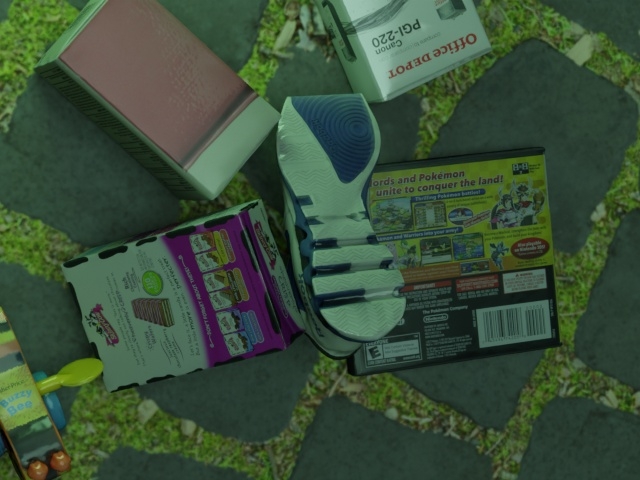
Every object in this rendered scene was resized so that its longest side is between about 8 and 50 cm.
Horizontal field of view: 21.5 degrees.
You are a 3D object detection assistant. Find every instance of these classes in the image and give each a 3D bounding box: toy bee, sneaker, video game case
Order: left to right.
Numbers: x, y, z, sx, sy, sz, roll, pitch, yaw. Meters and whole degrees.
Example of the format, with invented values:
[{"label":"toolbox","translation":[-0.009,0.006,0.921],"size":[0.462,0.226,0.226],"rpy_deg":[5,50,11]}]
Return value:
[{"label":"toy bee","translation":[-0.309,0.197,1.824],"size":[0.195,0.162,0.298],"rpy_deg":[-45,104,-14]},{"label":"sneaker","translation":[0.000,0.001,1.910],"size":[0.127,0.182,0.316],"rpy_deg":[-1,63,-17]},{"label":"video game case","translation":[0.154,0.023,2.036],"size":[0.274,0.035,0.248],"rpy_deg":[-7,94,-17]}]

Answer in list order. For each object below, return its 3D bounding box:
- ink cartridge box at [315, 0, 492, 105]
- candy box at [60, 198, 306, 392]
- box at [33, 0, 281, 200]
[{"label":"ink cartridge box","translation":[0.083,-0.287,1.971],"size":[0.158,0.092,0.218],"rpy_deg":[-26,102,-15]},{"label":"candy box","translation":[-0.151,0.062,1.850],"size":[0.233,0.071,0.159],"rpy_deg":[-15,99,23]},{"label":"box","translation":[-0.182,-0.164,1.857],"size":[0.232,0.148,0.127],"rpy_deg":[42,79,-16]}]
